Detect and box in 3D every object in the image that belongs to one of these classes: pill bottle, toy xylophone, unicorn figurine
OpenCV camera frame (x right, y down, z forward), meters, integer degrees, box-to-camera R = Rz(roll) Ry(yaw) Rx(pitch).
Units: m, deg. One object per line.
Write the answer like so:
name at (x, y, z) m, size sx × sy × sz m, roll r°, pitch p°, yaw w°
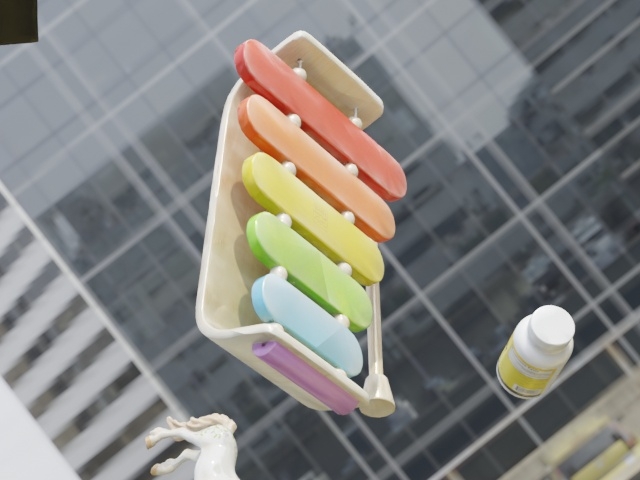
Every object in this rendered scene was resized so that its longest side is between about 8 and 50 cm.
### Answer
pill bottle at (0.232, 0.117, 1.627) m, size 0.065 × 0.065 × 0.116 m, roll -36°, pitch -18°, yaw -27°
toy xylophone at (0.000, 0.000, 1.199) m, size 0.081 × 0.322 × 0.236 m, roll -25°, pitch -39°, yaw 32°
unicorn figurine at (-0.097, 0.215, 1.340) m, size 0.111 × 0.162 × 0.060 m, roll -6°, pitch -32°, yaw 1°

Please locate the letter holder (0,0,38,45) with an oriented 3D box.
letter holder at (-0.449, -0.386, 1.765) m, size 0.152 × 0.302 × 0.214 m, roll -12°, pitch 21°, yaw -41°
